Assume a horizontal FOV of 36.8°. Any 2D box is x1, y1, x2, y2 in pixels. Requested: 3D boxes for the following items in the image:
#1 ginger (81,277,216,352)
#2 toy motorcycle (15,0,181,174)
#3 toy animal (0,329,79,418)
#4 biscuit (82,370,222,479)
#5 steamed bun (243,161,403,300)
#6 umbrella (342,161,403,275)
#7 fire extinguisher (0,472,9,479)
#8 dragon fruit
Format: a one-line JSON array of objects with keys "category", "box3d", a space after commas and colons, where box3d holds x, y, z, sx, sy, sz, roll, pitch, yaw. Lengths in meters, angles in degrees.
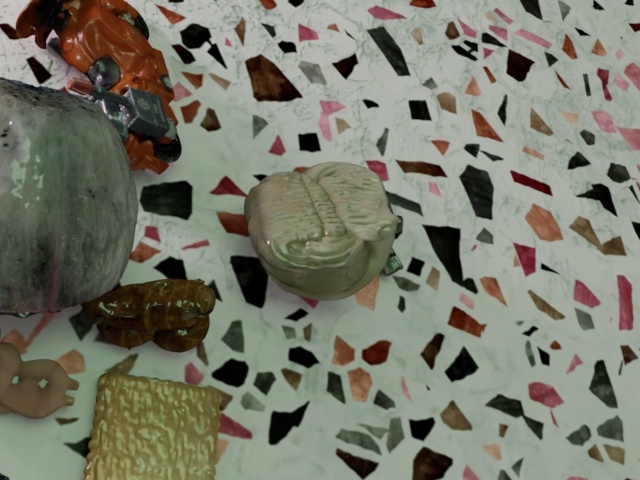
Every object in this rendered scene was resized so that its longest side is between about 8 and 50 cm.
[{"category": "ginger", "box3d": [-0.211, 0.092, 1.200, 0.162, 0.103, 0.073, -1, 48, -5]}, {"category": "toy motorcycle", "box3d": [-0.301, -0.240, 1.326, 0.221, 0.148, 0.326, 12, 48, -46]}, {"category": "toy animal", "box3d": [-0.352, 0.157, 1.104, 0.150, 0.089, 0.083, 20, 52, -25]}, {"category": "biscuit", "box3d": [-0.200, 0.281, 1.136, 0.160, 0.030, 0.250, 12, 58, -19]}, {"category": "steamed bun", "box3d": [0.002, 0.000, 1.330, 0.211, 0.144, 0.218, -7, 38, -15]}, {"category": "umbrella", "box3d": [0.068, -0.035, 1.434, 0.050, 0.046, 0.188, -32, 76, 4]}, {"category": "fire extinguisher", "box3d": [-0.457, 0.225, 0.988, 0.294, 0.118, 0.093, 17, 96, -37]}, {"category": "dragon fruit", "box3d": [-0.343, -0.055, 1.113, 0.283, 0.221, 0.204, 5, 24, -25]}]
